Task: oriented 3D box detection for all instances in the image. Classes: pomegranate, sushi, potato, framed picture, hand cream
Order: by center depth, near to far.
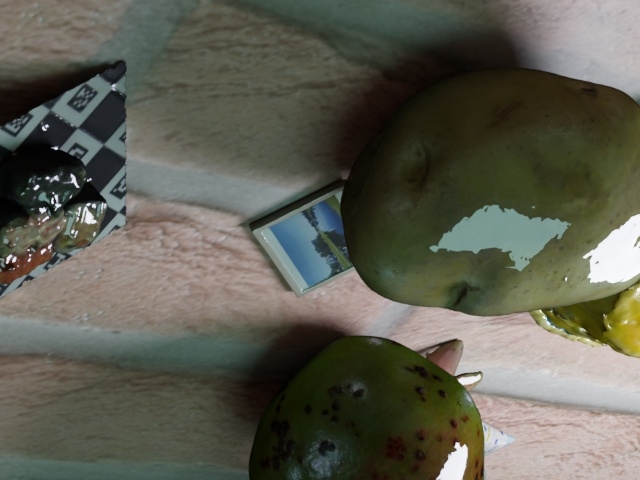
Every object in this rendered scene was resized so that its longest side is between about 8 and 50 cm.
[{"bbox_3d":[-0.244,-0.015,1.299,0.231,0.047,0.220,-33,151,-28],"label":"sushi"},{"bbox_3d":[0.180,-0.046,1.432,0.326,0.221,0.243,-8,133,-6],"label":"potato"},{"bbox_3d":[0.000,0.000,1.568,0.109,0.011,0.149,-27,146,4],"label":"framed picture"},{"bbox_3d":[0.059,0.221,1.733,0.290,0.323,0.291,9,140,8],"label":"pomegranate"},{"bbox_3d":[0.200,0.255,1.994,0.065,0.043,0.170,-28,147,17],"label":"hand cream"}]

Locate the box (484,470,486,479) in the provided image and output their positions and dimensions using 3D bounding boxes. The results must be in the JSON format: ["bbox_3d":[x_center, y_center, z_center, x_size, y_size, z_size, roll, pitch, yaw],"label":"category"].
[{"bbox_3d":[0.042,0.463,1.861,0.396,0.396,0.111,-37,118,22],"label":"box"}]

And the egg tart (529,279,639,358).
[{"bbox_3d":[0.408,0.015,1.707,0.388,0.169,0.388,-12,141,-10],"label":"egg tart"}]
